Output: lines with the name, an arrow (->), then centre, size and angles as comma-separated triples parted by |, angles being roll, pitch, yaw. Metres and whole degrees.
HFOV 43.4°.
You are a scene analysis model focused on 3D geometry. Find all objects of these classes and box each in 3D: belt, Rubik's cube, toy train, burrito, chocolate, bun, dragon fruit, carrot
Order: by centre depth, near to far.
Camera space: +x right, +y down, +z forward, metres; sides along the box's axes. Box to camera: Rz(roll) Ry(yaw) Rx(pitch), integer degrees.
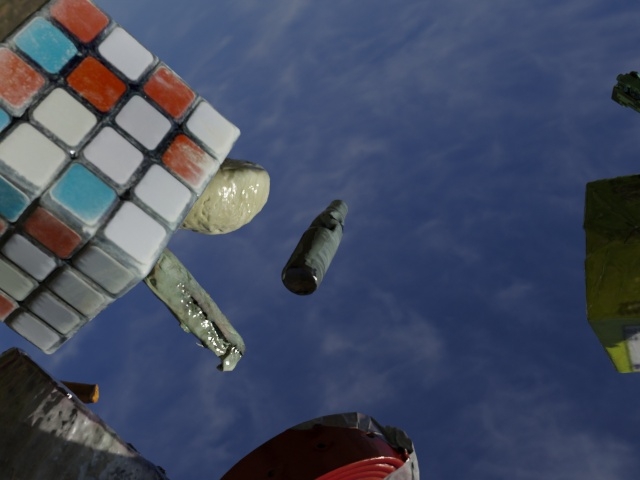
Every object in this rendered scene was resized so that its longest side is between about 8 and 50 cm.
Rubik's cube -> -0.289, -0.072, 0.891 | 0.259, 0.253, 0.256 | -35, -159, 45
dragon fruit -> -0.347, 0.269, 0.934 | 0.283, 0.204, 0.221 | 25, -109, 43
chocolate -> 0.497, 0.030, 1.024 | 0.301, 0.137, 0.288 | -8, -144, 24
belt -> -0.008, 0.378, 1.154 | 0.324, 0.227, 0.115 | -27, -142, -15
toy train -> 0.468, -0.212, 1.180 | 0.033, 0.053, 0.083 | -36, -123, -13
carrot -> -0.466, 0.265, 1.401 | 0.161, 0.055, 0.055 | 3, -140, 11
burrito -> -0.238, 0.110, 1.455 | 0.066, 0.309, 0.096 | -29, -158, 17
bun -> -0.221, -0.088, 1.555 | 0.244, 0.153, 0.244 | 3, -171, 0

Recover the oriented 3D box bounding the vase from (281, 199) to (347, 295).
vase -> 0.000, 0.000, 1.245 | 0.060, 0.060, 0.211 | -16, -152, 30
